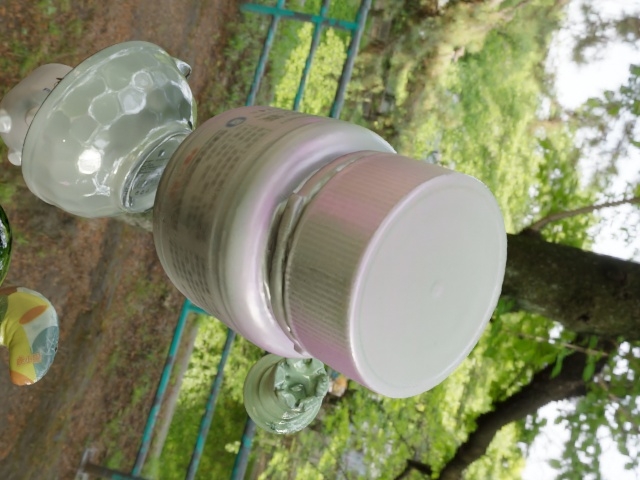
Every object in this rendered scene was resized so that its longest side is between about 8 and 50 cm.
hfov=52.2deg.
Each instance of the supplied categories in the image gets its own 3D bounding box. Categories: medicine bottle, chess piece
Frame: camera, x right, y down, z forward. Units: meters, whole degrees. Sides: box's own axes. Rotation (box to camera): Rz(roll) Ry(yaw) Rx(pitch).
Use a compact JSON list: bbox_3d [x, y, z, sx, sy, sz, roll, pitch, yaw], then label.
[{"bbox_3d":[0.000,0.000,0.685,0.256,0.324,0.256,-14,113,-36],"label":"medicine bottle"},{"bbox_3d":[-0.069,0.332,1.473,0.299,0.194,0.195,123,-16,-68],"label":"chess piece"}]

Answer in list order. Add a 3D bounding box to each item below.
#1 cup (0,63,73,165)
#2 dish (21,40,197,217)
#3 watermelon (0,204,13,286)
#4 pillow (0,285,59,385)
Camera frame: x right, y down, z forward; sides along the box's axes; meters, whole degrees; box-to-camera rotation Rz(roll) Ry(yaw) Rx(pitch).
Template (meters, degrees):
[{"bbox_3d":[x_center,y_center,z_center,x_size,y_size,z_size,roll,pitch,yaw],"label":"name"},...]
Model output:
[{"bbox_3d":[-0.422,-0.172,1.034,0.142,0.134,0.174,-78,147,-53],"label":"cup"},{"bbox_3d":[-0.262,-0.130,0.918,0.303,0.120,0.303,-47,167,-14],"label":"dish"},{"bbox_3d":[-0.340,0.025,0.630,0.087,0.068,0.163,36,62,-36],"label":"watermelon"},{"bbox_3d":[-0.556,0.187,1.122,0.214,0.233,0.086,55,-9,32],"label":"pillow"}]
